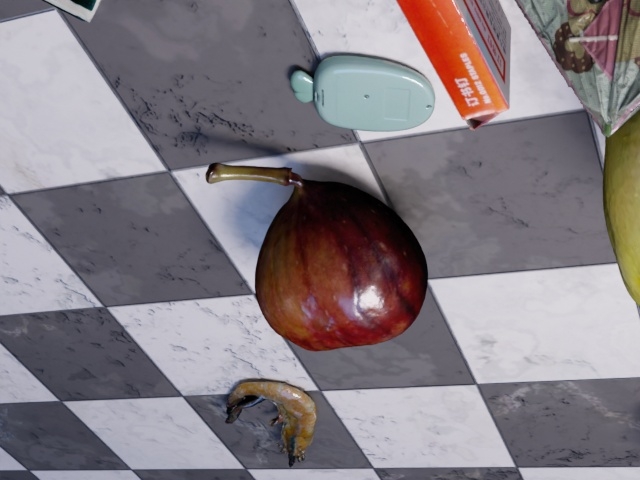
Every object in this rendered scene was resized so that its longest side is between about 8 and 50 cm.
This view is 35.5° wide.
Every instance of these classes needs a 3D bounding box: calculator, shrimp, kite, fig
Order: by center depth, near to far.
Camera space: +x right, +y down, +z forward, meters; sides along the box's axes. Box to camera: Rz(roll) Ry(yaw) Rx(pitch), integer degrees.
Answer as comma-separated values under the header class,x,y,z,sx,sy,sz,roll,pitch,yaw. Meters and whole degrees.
class,x,y,z,sx,sy,sz,roll,pitch,yaw
kite,0.234,-0.213,0.767,0.322,0.268,0.013,16,-166,42
calculator,0.043,-0.151,1.041,0.152,0.021,0.095,6,141,5
fig,0.012,-0.001,1.142,0.203,0.186,0.250,-6,107,43
shrimp,-0.080,0.297,1.617,0.152,0.046,0.219,7,138,7

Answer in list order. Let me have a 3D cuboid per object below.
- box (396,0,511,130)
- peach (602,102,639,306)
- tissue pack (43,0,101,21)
class,x,y,z,sx,sy,sz,roll,pitch,yaw
box,0.106,-0.217,0.860,0.050,0.123,0.229,-13,135,27
peach,0.381,-0.056,0.844,0.315,0.281,0.314,21,108,-47
tissue pack,-0.262,-0.284,0.904,0.170,0.103,0.090,27,136,-16
